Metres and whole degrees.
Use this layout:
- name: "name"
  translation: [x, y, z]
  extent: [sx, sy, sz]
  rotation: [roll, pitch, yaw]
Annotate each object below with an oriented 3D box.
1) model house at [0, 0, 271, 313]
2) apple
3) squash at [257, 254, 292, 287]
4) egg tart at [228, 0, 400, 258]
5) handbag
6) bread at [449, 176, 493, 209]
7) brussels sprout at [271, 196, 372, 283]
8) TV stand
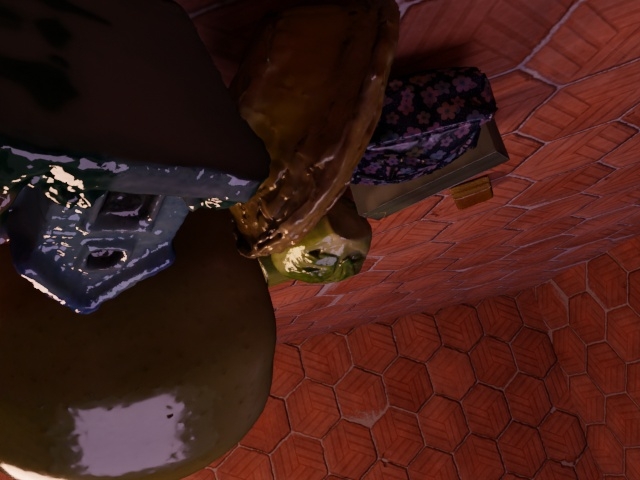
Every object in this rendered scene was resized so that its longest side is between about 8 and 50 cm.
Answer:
- name: "model house"
  translation: [-0.269, -0.055, 0.533]
  extent: [0.294, 0.252, 0.329]
  rotation: [1, 145, -43]
- name: "apple"
  translation: [-0.295, 0.128, 0.886]
  extent: [0.473, 0.474, 0.474]
  rotation: [-14, 164, -4]
- name: "squash"
  translation: [-0.069, 0.045, 1.389]
  extent: [0.287, 0.137, 0.137]
  rotation: [-4, 161, -41]
- name: "egg tart"
  translation: [-0.038, -0.132, 0.629]
  extent: [0.120, 0.315, 0.315]
  rotation: [26, 147, -20]
- name: "handbag"
  translation: [0.130, -0.157, 0.881]
  extent: [0.228, 0.127, 0.208]
  rotation: [-15, 170, -2]
- name: "bread"
  translation: [0.344, -0.107, 1.400]
  extent: [0.090, 0.035, 0.094]
  rotation: [-20, 163, 14]
- name: "brussels sprout"
  translation: [0.000, 0.000, 1.235]
  extent: [0.223, 0.161, 0.223]
  rotation: [-9, 146, -6]
- name: "TV stand"
  translation: [0.184, -0.128, 1.092]
  extent: [0.269, 0.088, 0.082]
  rotation: [-24, 163, 29]
